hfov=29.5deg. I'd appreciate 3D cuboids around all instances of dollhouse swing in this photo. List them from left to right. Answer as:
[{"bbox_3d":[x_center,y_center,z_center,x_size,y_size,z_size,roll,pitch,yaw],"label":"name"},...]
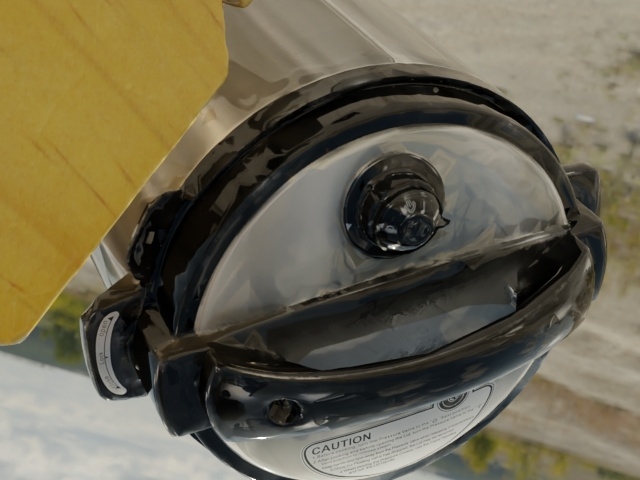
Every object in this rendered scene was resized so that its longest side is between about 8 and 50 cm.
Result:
[{"bbox_3d":[-0.292,-0.132,0.711,0.305,0.347,0.315,1,138,44],"label":"dollhouse swing"}]

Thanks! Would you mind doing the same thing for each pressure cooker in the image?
[{"bbox_3d":[-0.002,-0.005,0.997,0.375,0.370,0.420,33,-170,-38],"label":"pressure cooker"}]
